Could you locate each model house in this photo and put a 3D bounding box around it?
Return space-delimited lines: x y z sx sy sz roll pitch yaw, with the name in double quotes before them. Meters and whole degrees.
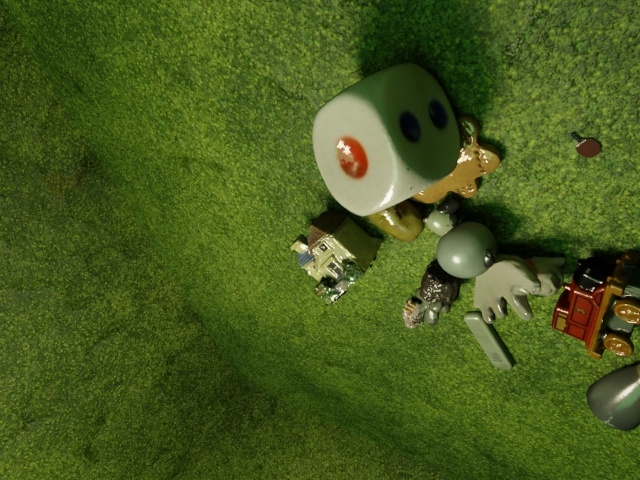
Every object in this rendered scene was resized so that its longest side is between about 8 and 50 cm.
"model house" 0.029 0.059 1.735 0.266 0.261 0.321 44 129 -4

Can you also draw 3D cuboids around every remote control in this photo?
"remote control" 0.660 0.397 1.764 0.090 0.038 0.310 -14 119 49

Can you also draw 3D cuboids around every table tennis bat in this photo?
"table tennis bat" 0.652 -0.238 1.113 0.083 0.007 0.050 39 145 -4

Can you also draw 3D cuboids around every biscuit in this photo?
"biscuit" 0.350 -0.227 1.349 0.275 0.052 0.355 50 142 -15

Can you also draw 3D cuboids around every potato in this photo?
"potato" 0.252 -0.081 1.506 0.200 0.155 0.137 32 123 -4

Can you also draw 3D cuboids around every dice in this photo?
"dice" 0.174 -0.263 1.196 0.277 0.304 0.304 -21 98 50

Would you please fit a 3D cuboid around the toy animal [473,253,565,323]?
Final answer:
"toy animal" 0.627 0.146 1.438 0.266 0.188 0.308 43 152 47

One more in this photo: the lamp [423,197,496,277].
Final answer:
"lamp" 0.434 0.001 1.402 0.244 0.197 0.198 59 145 10

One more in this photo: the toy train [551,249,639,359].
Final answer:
"toy train" 0.820 0.194 1.314 0.231 0.163 0.369 21 142 36

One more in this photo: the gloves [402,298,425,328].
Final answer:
"gloves" 0.385 0.307 1.857 0.094 0.110 0.144 17 169 15

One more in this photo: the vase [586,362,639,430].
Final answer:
"vase" 1.015 0.460 1.434 0.173 0.173 0.321 26 136 17

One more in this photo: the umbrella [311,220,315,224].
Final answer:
"umbrella" 0.000 0.000 1.894 0.050 0.046 0.188 -113 5 -51

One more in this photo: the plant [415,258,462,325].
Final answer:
"plant" 0.426 0.199 1.659 0.149 0.146 0.275 22 141 17
